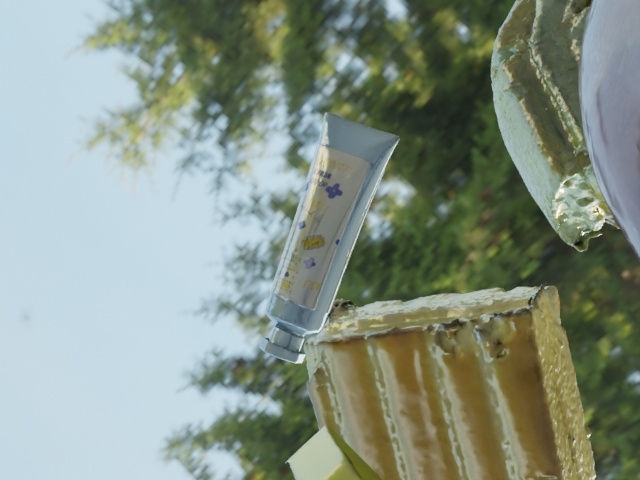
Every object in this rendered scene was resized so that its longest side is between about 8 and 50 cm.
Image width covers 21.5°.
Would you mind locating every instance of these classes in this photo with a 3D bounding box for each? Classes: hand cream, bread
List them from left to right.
[{"bbox_3d":[0.000,0.000,1.157,0.065,0.170,0.043,22,-175,32],"label":"hand cream"},{"bbox_3d":[0.124,0.167,1.563,0.111,0.239,0.246,-35,-68,-62],"label":"bread"},{"bbox_3d":[0.233,-0.118,1.383,0.186,0.124,0.257,-30,-128,-1],"label":"bread"}]

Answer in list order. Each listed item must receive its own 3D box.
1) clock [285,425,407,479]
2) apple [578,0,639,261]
[{"bbox_3d":[0.123,0.199,0.699,0.293,0.071,0.277,44,-176,-29],"label":"clock"},{"bbox_3d":[0.260,-0.068,0.733,0.306,0.235,0.305,26,-139,-25],"label":"apple"}]
